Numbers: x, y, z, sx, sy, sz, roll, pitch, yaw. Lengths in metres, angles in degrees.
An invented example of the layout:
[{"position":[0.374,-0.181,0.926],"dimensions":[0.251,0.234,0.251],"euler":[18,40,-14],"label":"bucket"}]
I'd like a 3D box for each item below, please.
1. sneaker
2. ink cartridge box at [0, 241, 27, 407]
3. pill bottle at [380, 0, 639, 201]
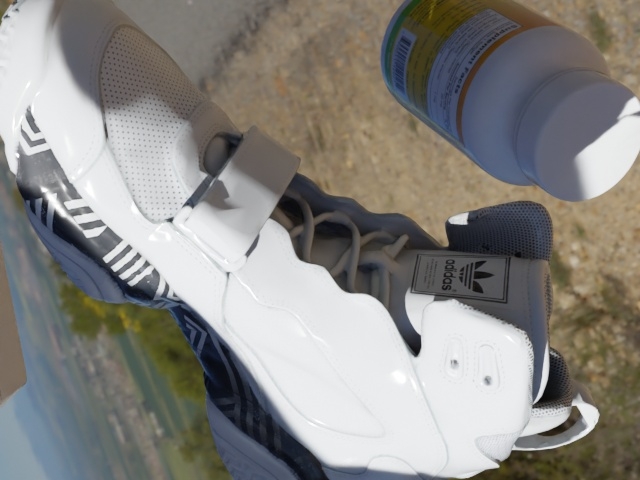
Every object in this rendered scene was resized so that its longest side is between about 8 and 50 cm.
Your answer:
[{"position":[0.000,0.000,0.605],"dimensions":[0.365,0.210,0.137],"euler":[59,-150,-25],"label":"sneaker"},{"position":[-0.319,0.056,0.813],"dimensions":[0.060,0.239,0.275],"euler":[12,123,20],"label":"ink cartridge box"},{"position":[0.162,-0.129,0.973],"dimensions":[0.245,0.136,0.136],"euler":[-131,26,-54],"label":"pill bottle"}]
